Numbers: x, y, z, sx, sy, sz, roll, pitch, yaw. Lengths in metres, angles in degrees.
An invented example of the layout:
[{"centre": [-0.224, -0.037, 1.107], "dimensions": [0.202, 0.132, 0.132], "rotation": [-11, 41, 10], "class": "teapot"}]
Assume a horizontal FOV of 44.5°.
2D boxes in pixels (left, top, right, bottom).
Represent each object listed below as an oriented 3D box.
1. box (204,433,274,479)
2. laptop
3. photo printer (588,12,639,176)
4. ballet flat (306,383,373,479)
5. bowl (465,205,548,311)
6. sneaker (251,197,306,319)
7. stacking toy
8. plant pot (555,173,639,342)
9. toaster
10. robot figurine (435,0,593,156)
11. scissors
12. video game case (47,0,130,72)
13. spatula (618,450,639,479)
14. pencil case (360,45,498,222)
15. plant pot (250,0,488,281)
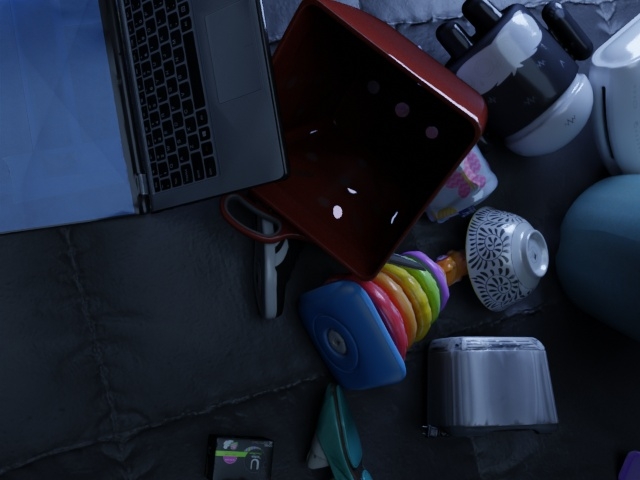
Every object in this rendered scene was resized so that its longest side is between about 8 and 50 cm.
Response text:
[{"centre": [-0.114, 0.304, 1.090], "dimensions": [0.083, 0.052, 0.062], "rotation": [8, 80, -20], "class": "box"}, {"centre": [-0.290, -0.223, 0.992], "dimensions": [0.236, 0.408, 0.382], "rotation": [-9, 89, -53], "class": "laptop"}, {"centre": [0.580, -0.267, 1.343], "dimensions": [0.307, 0.107, 0.256], "rotation": [-39, 127, -20], "class": "photo printer"}, {"centre": [0.029, 0.332, 1.124], "dimensions": [0.087, 0.083, 0.247], "rotation": [-20, 91, 12], "class": "ballet flat"}, {"centre": [0.305, 0.024, 1.228], "dimensions": [0.170, 0.080, 0.170], "rotation": [13, 73, -48], "class": "bowl"}, {"centre": [-0.033, 0.005, 1.142], "dimensions": [0.121, 0.079, 0.217], "rotation": [0, 81, -17], "class": "sneaker"}, {"centre": [0.131, 0.081, 1.170], "dimensions": [0.302, 0.175, 0.165], "rotation": [-29, 92, -32], "class": "stacking toy"}, {"centre": [0.561, 0.037, 1.194], "dimensions": [0.341, 0.334, 0.341], "rotation": [-4, 102, -18], "class": "plant pot"}, {"centre": [0.249, 0.223, 1.196], "dimensions": [0.227, 0.129, 0.146], "rotation": [2, 78, -18], "class": "toaster"}, {"centre": [0.309, -0.264, 1.259], "dimensions": [0.278, 0.209, 0.173], "rotation": [45, 50, -9], "class": "robot figurine"}, {"centre": [0.000, 0.000, 1.097], "dimensions": [0.297, 0.021, 0.109], "rotation": [33, 67, 1], "class": "scissors"}, {"centre": [-0.287, -0.314, 1.128], "dimensions": [0.166, 0.015, 0.119], "rotation": [31, 74, -14], "class": "video game case"}, {"centre": [0.641, 0.434, 1.279], "dimensions": [0.296, 0.030, 0.084], "rotation": [23, 113, 20], "class": "spatula"}, {"centre": [0.165, -0.164, 1.223], "dimensions": [0.124, 0.113, 0.273], "rotation": [-28, 95, 24], "class": "pencil case"}, {"centre": [0.071, -0.156, 1.066], "dimensions": [0.267, 0.267, 0.236], "rotation": [39, 32, 7], "class": "plant pot"}]
